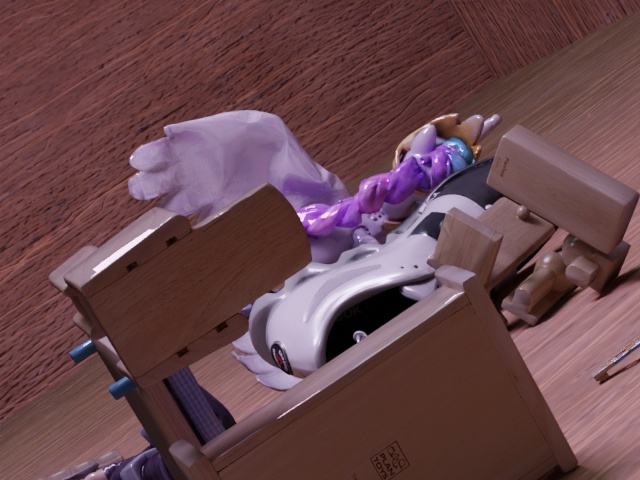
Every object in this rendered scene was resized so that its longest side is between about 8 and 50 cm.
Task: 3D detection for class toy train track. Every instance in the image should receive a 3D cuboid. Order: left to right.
[{"bbox_3d":[0.216,0.068,1.309,0.083,0.014,0.048,-37,12,6],"label":"toy train track"}]

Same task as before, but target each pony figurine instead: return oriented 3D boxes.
[{"bbox_3d":[0.000,0.000,2.030,0.351,0.303,0.363,-25,-13,-21],"label":"pony figurine"}]

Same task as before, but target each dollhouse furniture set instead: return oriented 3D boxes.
[{"bbox_3d":[-0.033,0.069,1.247,0.198,0.286,0.303,-33,17,-13],"label":"dollhouse furniture set"},{"bbox_3d":[0.194,-0.029,1.613,0.123,0.144,0.151,-37,-29,-46],"label":"dollhouse furniture set"}]

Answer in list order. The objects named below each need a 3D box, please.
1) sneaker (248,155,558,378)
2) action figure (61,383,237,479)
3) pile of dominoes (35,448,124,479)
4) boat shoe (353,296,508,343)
[{"bbox_3d":[0.108,0.038,1.777,0.330,0.122,0.146,-32,23,-13],"label":"sneaker"},{"bbox_3d":[-0.185,0.230,1.715,0.285,0.099,0.185,-32,11,43],"label":"action figure"},{"bbox_3d":[-0.328,0.310,2.200,0.251,0.040,0.196,-22,7,16],"label":"pile of dominoes"},{"bbox_3d":[0.056,0.097,1.672,0.206,0.065,0.075,-31,6,10],"label":"boat shoe"}]
